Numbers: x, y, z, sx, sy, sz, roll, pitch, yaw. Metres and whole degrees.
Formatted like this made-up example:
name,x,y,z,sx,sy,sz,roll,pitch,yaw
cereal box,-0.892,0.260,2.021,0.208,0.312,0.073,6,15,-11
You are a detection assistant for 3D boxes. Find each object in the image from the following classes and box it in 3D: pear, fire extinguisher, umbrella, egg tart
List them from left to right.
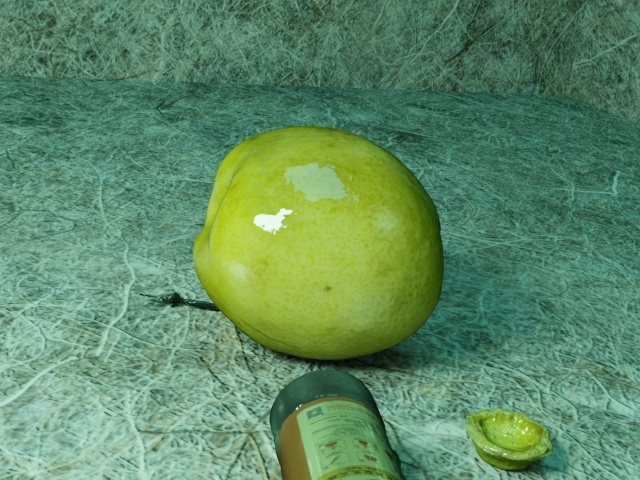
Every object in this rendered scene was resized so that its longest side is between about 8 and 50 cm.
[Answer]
name,x,y,z,sx,sy,sz,roll,pitch,yaw
umbrella,-0.172,0.085,1.433,0.148,0.022,0.022,12,-5,-12
pear,0.000,0.000,1.327,0.314,0.314,0.314,8,20,-3
fire extinguisher,0.059,0.251,0.932,0.200,0.113,0.376,6,20,-9
egg tart,0.207,0.224,1.175,0.105,0.039,0.105,8,20,-3
